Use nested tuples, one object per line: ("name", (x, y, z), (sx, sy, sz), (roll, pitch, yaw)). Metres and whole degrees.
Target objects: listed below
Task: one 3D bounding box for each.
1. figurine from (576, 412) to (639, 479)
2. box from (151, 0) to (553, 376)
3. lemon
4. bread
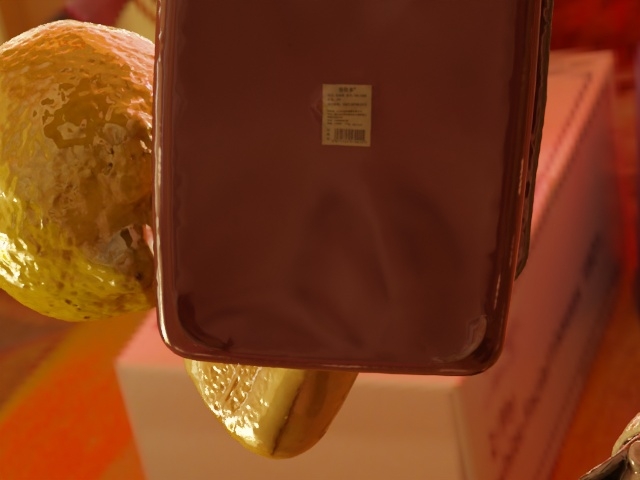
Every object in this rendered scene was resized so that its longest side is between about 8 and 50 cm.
("figurine", (0.305, 0.277, 1.863), (0.332, 0.185, 0.204), (-21, 28, -15))
("box", (0.014, -0.081, 0.862), (0.193, 0.294, 0.167), (3, 20, 1))
("lemon", (-0.199, -0.057, 1.616), (0.245, 0.245, 0.320), (-20, 37, -15))
("bread", (0.000, 0.000, 1.245), (0.091, 0.305, 0.142), (-9, 44, -38))
